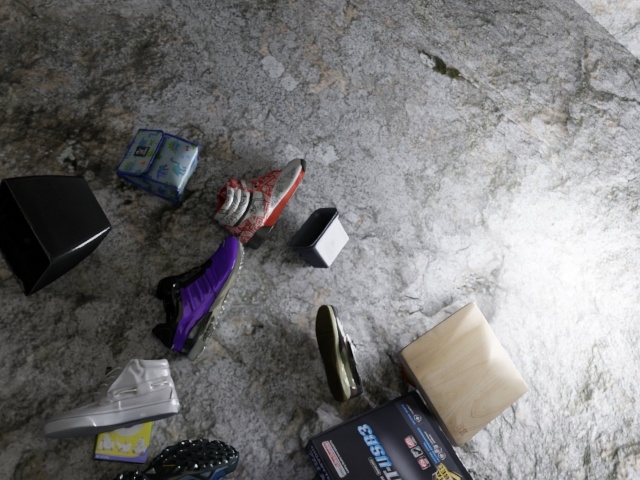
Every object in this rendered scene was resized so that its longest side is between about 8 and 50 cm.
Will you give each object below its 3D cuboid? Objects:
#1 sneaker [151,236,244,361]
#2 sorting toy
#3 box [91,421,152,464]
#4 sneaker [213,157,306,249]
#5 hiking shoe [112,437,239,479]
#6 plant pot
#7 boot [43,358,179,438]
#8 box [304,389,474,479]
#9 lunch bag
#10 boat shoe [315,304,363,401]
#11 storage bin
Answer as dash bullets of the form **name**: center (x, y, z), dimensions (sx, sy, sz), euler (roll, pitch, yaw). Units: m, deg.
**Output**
- **sneaker**: center (-0.271, 0.099, 1.579), dimensions (0.146, 0.102, 0.293), euler (27, 63, -12)
- **sorting toy**: center (0.330, 0.323, 1.773), dimensions (0.257, 0.089, 0.255), euler (-29, 84, -29)
- **box**: center (-0.389, 0.352, 1.468), dimensions (0.105, 0.043, 0.179), euler (12, 65, -20)
- **sneaker**: center (-0.145, -0.123, 1.724), dimensions (0.145, 0.090, 0.270), euler (34, 64, -12)
- **hiking shoe**: center (-0.295, 0.490, 1.439), dimensions (0.304, 0.113, 0.132), euler (-13, 116, -39)
- **plant pot**: center (-0.537, -0.028, 1.470), dimensions (0.167, 0.188, 0.187), euler (-28, 84, -41)
- **boot**: center (-0.407, 0.299, 1.413), dimensions (0.258, 0.095, 0.123), euler (-3, 67, -34)
- **box**: center (0.161, 0.511, 1.593), dimensions (0.294, 0.073, 0.295), euler (-16, 59, -29)
- **lunch bag**: center (-0.365, -0.175, 1.649), dimensions (0.151, 0.096, 0.128), euler (21, 66, 0)
- **boat shoe**: center (0.046, 0.255, 1.682), dimensions (0.074, 0.080, 0.223), euler (-6, 79, -32)
- **storage bin**: center (0.000, 0.000, 1.752), dimensions (0.135, 0.098, 0.091), euler (-53, 125, -30)
